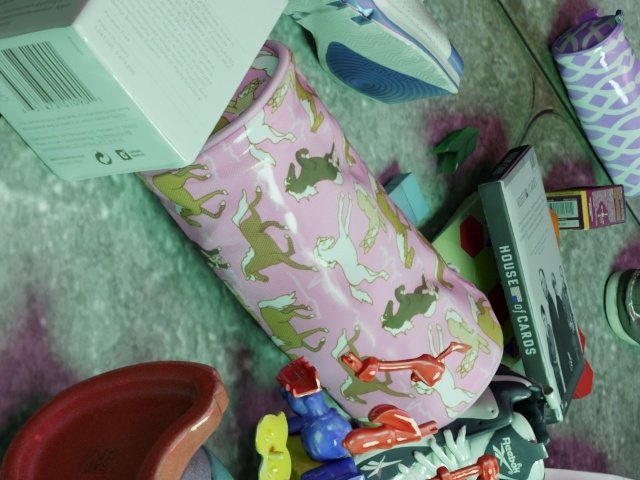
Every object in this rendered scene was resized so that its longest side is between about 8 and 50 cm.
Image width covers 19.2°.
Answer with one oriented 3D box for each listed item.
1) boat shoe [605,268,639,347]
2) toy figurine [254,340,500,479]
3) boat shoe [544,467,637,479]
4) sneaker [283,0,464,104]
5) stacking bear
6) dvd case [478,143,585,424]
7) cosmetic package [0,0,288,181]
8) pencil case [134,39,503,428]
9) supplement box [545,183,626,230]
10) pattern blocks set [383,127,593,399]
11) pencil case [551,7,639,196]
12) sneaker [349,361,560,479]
[{"bbox_3d":[0.448,0.104,2.140,0.335,0.095,0.112,20,71,-46],"label":"boat shoe"},{"bbox_3d":[0.041,0.232,1.591,0.191,0.217,0.363,-19,107,-11],"label":"toy figurine"},{"bbox_3d":[0.226,0.277,1.866,0.301,0.108,0.102,13,76,-45],"label":"boat shoe"},{"bbox_3d":[0.028,-0.267,1.678,0.315,0.127,0.182,37,62,-38],"label":"sneaker"},{"bbox_3d":[-0.111,0.247,1.451,0.175,0.164,0.289,-63,140,-34],"label":"stacking bear"},{"bbox_3d":[0.208,0.039,1.832,0.179,0.029,0.239,-41,118,-70],"label":"dvd case"},{"bbox_3d":[-0.152,-0.165,1.446,0.151,0.151,0.184,52,52,-32],"label":"cosmetic package"},{"bbox_3d":[0.000,0.000,1.600,0.386,0.160,0.167,50,19,-33],"label":"pencil case"},{"bbox_3d":[0.277,-0.034,1.992,0.083,0.055,0.043,-10,95,-48],"label":"supplement box"},{"bbox_3d":[0.161,0.054,1.872,0.285,0.026,0.325,-32,110,-45],"label":"pattern blocks set"},{"bbox_3d":[0.318,-0.146,2.033,0.088,0.086,0.206,-78,145,-60],"label":"pencil case"},{"bbox_3d":[0.124,0.196,1.702,0.235,0.153,0.094,-37,118,-32],"label":"sneaker"}]
